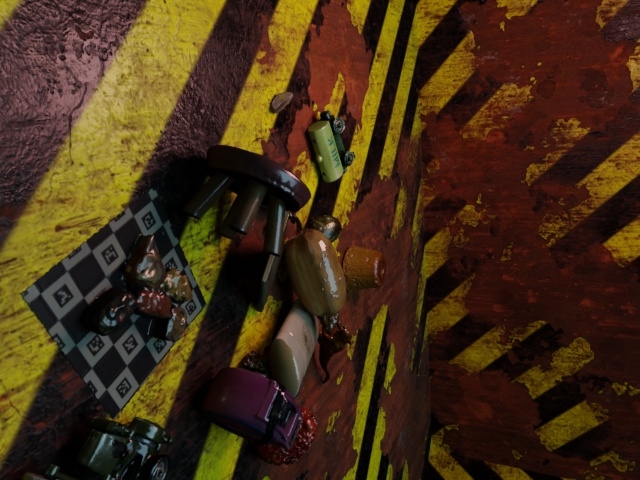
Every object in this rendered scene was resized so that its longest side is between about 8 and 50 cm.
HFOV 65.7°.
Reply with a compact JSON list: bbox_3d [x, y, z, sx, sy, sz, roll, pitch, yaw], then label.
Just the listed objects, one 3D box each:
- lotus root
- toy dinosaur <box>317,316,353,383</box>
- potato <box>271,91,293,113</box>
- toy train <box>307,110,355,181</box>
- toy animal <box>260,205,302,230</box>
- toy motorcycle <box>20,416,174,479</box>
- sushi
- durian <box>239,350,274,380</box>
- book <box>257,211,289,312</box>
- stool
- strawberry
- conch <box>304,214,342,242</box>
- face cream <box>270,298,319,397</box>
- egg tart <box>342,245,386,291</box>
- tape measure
[{"bbox_3d":[-0.007,0.126,1.578,0.342,0.169,0.151,70,21,-11],"label":"lotus root"},{"bbox_3d":[0.024,0.348,1.776,0.097,0.208,0.432,-22,155,-22],"label":"toy dinosaur"},{"bbox_3d":[-0.126,-0.424,1.522,0.093,0.036,0.037,-49,175,-28],"label":"potato"},{"bbox_3d":[0.030,-0.330,1.788,0.157,0.105,0.253,-49,134,-35],"label":"toy train"},{"bbox_3d":[-0.134,-0.109,1.473,0.214,0.094,0.185,7,77,-65],"label":"toy animal"},{"bbox_3d":[-0.390,0.419,0.915,0.275,0.127,0.205,63,40,-51],"label":"toy motorcycle"},{"bbox_3d":[-0.363,0.125,1.021,0.359,0.064,0.343,-57,140,-47],"label":"sushi"},{"bbox_3d":[-0.175,0.391,1.406,0.188,0.091,0.148,50,48,-52],"label":"durian"},{"bbox_3d":[-0.134,0.068,1.383,0.282,0.025,0.214,111,-4,-63],"label":"book"},{"bbox_3d":[-0.176,-0.094,1.194,0.272,0.272,0.178,41,70,-59],"label":"stool"},{"bbox_3d":[-0.092,0.575,1.484,0.187,0.202,0.184,41,35,-36],"label":"strawberry"},{"bbox_3d":[-0.003,-0.001,1.716,0.181,0.124,0.187,-66,177,-58],"label":"conch"},{"bbox_3d":[-0.075,0.315,1.514,0.348,0.081,0.173,-57,133,-73],"label":"face cream"},{"bbox_3d":[0.190,0.125,2.093,0.203,0.147,0.202,4,90,-66],"label":"egg tart"},{"bbox_3d":[-0.172,0.421,1.258,0.245,0.232,0.149,85,26,-55],"label":"tape measure"}]
